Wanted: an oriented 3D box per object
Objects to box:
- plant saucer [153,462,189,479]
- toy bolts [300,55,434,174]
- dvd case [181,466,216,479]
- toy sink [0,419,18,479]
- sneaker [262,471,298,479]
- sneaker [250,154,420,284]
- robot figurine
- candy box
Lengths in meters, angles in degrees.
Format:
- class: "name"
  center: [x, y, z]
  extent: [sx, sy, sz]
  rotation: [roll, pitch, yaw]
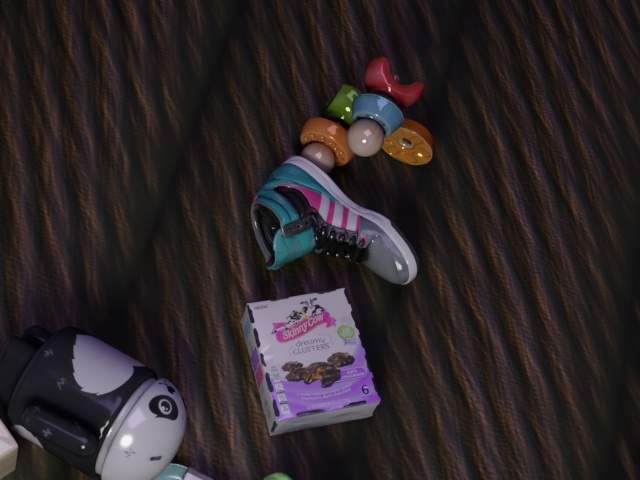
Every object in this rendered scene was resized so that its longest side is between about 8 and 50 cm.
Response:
- class: "plant saucer"
  center: [-0.216, 0.377, 1.778]
  extent: [0.119, 0.021, 0.119]
  rotation: [6, 59, -10]
- class: "toy bolts"
  center: [0.086, -0.164, 2.052]
  extent: [0.218, 0.228, 0.158]
  rotation: [31, 63, -7]
- class: "dvd case"
  center: [-0.156, 0.448, 1.733]
  extent: [0.164, 0.018, 0.221]
  rotation: [28, 60, -6]
- class: "toy sink"
  center: [-0.544, 0.248, 1.714]
  extent: [0.153, 0.131, 0.234]
  rotation: [-33, 77, -27]
- class: "sneaker"
  center: [0.070, 0.515, 1.684]
  extent: [0.483, 0.185, 0.202]
  rotation: [50, 26, 9]
- class: "sneaker"
  center: [0.000, 0.000, 1.983]
  extent: [0.295, 0.124, 0.178]
  rotation: [38, 54, 19]
- class: "robot figurine"
  center: [-0.321, 0.226, 1.747]
  extent: [0.278, 0.173, 0.209]
  rotation: [28, 56, 9]
- class: "candy box"
  center: [-0.018, 0.182, 1.907]
  extent: [0.164, 0.070, 0.196]
  rotation: [-9, 63, -17]
